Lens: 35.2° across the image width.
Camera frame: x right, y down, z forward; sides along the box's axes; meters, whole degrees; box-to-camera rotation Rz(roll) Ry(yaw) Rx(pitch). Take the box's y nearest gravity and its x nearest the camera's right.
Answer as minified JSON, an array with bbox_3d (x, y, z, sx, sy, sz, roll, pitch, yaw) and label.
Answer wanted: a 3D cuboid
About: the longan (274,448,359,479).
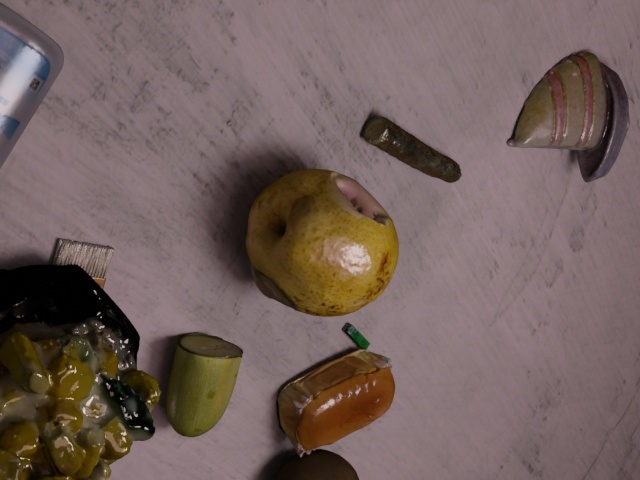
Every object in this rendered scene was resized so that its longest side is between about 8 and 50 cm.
[{"bbox_3d":[-0.022,0.503,2.007,0.204,0.159,0.185,-25,138,15],"label":"longan"}]

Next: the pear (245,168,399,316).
[{"bbox_3d":[0.000,0.000,1.736,0.271,0.271,0.271,-19,120,-37],"label":"pear"}]

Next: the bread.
[{"bbox_3d":[0.037,0.319,2.007,0.241,0.107,0.136,-20,123,-30],"label":"bread"}]

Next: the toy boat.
[{"bbox_3d":[0.581,-0.291,2.263,0.293,0.111,0.276,21,86,-36],"label":"toy boat"}]

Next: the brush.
[{"bbox_3d":[-0.405,0.132,1.586,0.103,0.013,0.272,12,100,-45],"label":"brush"}]

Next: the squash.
[{"bbox_3d":[-0.214,0.259,1.748,0.123,0.123,0.186,4,110,-44],"label":"squash"}]

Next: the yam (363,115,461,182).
[{"bbox_3d":[0.186,-0.172,1.975,0.274,0.061,0.061,23,92,-47],"label":"yam"}]

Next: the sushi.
[{"bbox_3d":[-0.384,0.226,1.441,0.329,0.285,0.328,-44,128,-14],"label":"sushi"}]

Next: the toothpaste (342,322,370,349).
[{"bbox_3d":[0.073,0.197,2.057,0.020,0.017,0.083,-54,135,-13],"label":"toothpaste"}]

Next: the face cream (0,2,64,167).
[{"bbox_3d":[-0.483,-0.150,1.340,0.163,0.080,0.336,36,81,-46],"label":"face cream"}]
